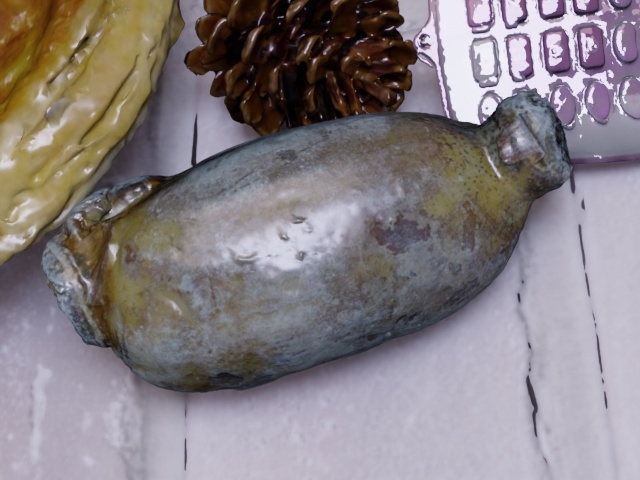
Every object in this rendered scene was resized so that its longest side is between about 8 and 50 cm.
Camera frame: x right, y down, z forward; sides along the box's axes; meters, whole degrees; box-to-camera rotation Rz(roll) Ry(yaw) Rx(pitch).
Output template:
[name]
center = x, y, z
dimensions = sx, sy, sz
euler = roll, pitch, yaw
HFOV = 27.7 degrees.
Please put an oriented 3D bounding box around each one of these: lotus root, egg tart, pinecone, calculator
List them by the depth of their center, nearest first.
[lotus root]
center = 0.001, 0.002, 0.858
dimensions = 0.350, 0.175, 0.175
euler = -17, 57, 2
[calculator]
center = 0.211, -0.152, 0.904
dimensions = 0.294, 0.043, 0.194
euler = -6, 89, 4
[pinecone]
center = -0.006, -0.143, 0.946
dimensions = 0.174, 0.173, 0.173
euler = -7, 59, 12
[egg tart]
center = -0.289, -0.115, 0.994
dimensions = 0.443, 0.178, 0.443
euler = -10, 56, 15
